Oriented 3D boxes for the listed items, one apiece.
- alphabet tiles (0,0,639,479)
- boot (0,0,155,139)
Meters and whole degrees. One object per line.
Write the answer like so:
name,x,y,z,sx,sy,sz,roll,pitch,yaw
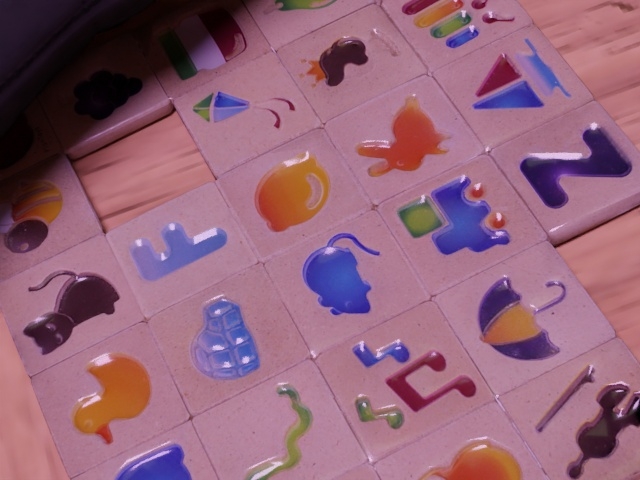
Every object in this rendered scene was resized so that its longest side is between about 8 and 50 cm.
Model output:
alphabet tiles,0.000,0.000,0.463,0.198,0.009,0.237,-26,54,-6
boot,-0.210,-0.119,0.525,0.377,0.138,0.284,26,67,27
